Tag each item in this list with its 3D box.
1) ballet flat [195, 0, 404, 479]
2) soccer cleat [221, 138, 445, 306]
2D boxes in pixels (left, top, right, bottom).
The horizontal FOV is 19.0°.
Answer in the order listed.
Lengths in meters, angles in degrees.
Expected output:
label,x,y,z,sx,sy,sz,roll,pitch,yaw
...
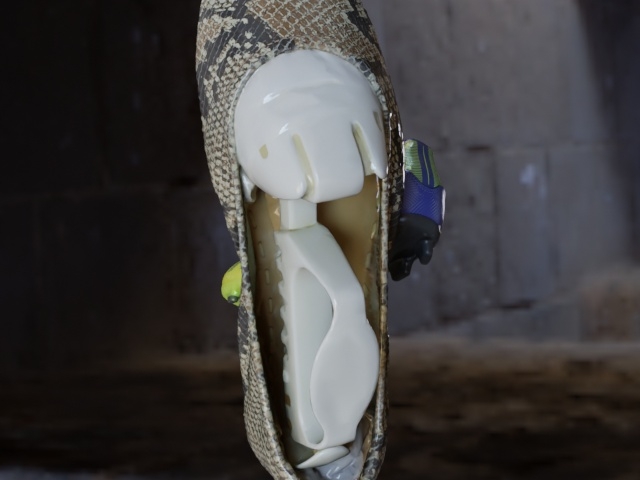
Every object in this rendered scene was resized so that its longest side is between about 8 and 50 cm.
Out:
label,x,y,z,sx,sy,sz,roll,pitch,yaw
ballet flat,0.000,0.000,1.530,0.182,0.164,0.483,-124,-152,-69
soccer cleat,0.013,-0.005,1.744,0.093,0.289,0.121,22,60,-31
